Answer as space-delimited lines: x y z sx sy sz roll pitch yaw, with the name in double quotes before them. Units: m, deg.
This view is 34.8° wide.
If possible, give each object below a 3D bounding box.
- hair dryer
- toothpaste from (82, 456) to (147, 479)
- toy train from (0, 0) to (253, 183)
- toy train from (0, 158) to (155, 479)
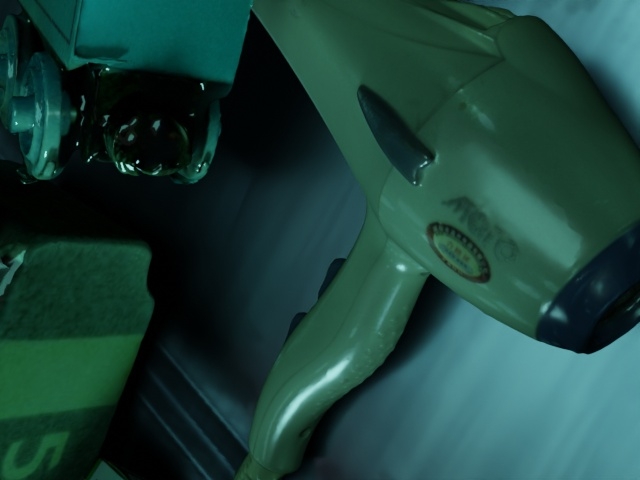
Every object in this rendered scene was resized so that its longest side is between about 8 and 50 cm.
"hair dryer" -0.001 -0.042 0.528 0.298 0.119 0.296 -34 70 36
"toothpaste" -0.157 0.211 0.586 0.037 0.043 0.178 24 75 47
"toy train" -0.107 -0.113 0.529 0.198 0.107 0.155 46 127 53
"toy train" -0.231 0.083 0.555 0.166 0.238 0.299 30 103 30
